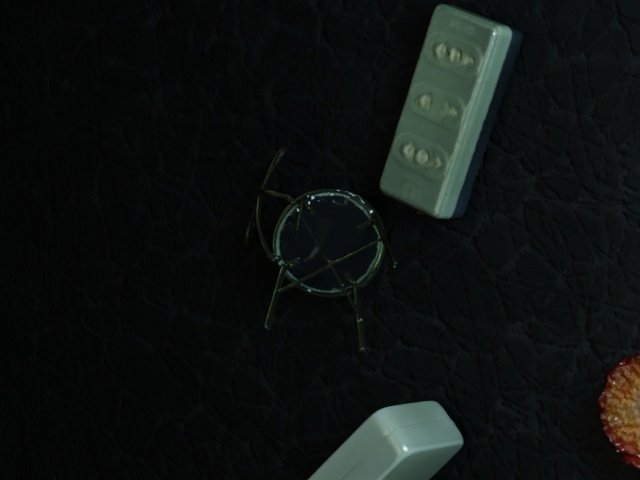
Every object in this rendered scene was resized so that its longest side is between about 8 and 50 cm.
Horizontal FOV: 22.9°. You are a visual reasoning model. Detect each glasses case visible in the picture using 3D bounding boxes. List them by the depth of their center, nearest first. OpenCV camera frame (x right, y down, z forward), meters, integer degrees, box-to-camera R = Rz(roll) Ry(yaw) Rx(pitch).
[{"bbox_3d":[0.038,0.321,1.973,0.313,0.131,0.070,-49,61,30],"label":"glasses case"}]

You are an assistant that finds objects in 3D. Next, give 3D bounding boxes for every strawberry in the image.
[{"bbox_3d":[0.373,0.180,1.714,0.145,0.086,0.145,1,91,43],"label":"strawberry"}]

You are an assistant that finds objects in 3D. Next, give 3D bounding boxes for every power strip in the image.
[{"bbox_3d":[0.154,-0.150,1.916,0.105,0.070,0.257,28,109,38],"label":"power strip"}]

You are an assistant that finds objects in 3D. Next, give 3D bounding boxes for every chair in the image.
[{"bbox_3d":[0.000,0.000,2.011,0.326,0.170,0.160,-95,21,-69],"label":"chair"}]
